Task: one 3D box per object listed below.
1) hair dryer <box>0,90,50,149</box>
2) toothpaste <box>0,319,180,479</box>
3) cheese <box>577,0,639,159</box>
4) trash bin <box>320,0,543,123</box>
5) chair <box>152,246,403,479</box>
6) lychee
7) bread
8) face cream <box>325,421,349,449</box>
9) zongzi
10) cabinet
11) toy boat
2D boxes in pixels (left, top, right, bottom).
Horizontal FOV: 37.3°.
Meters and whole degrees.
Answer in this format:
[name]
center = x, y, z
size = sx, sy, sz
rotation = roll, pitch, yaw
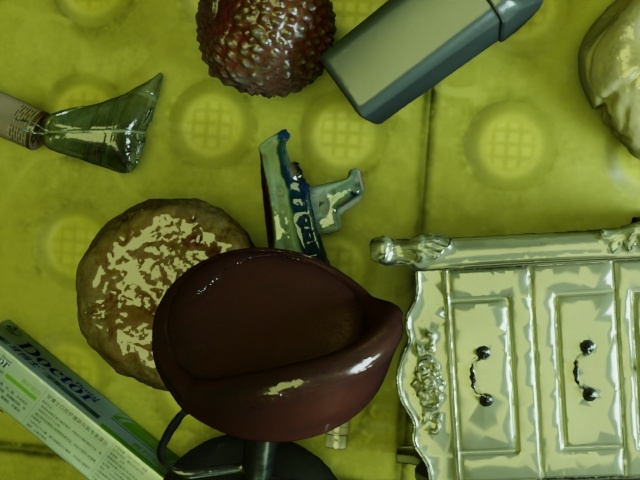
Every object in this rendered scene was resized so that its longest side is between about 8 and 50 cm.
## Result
[hair dryer]
center = -0.457, -0.094, 1.168
size = 0.195, 0.053, 0.220
rotation = 25, 101, 6
[toothpaste]
center = -0.285, 0.225, 1.138
size = 0.336, 0.081, 0.067
rotation = 38, 96, 4
[cheese]
center = 0.403, -0.193, 1.032
size = 0.226, 0.117, 0.214
rotation = -43, 93, 2
[trash bin]
center = 0.124, -0.229, 1.030
size = 0.236, 0.177, 0.101
rotation = -36, 89, 11
[chair]
center = -0.053, 0.172, 0.928
size = 0.226, 0.226, 0.401
rotation = 15, 134, 5
[lychee]
center = -0.072, -0.245, 1.053
size = 0.197, 0.165, 0.165
rotation = 12, 95, -34
[bread]
center = -0.166, 0.059, 1.099
size = 0.230, 0.123, 0.230
rotation = 0, 90, 8
[face cream]
center = 0.023, 0.192, 1.134
size = 0.038, 0.020, 0.115
rotation = 4, 92, 7
[zongzi]
center = -0.276, -0.161, 1.122
size = 0.154, 0.062, 0.130
rotation = 18, 92, -12
[cabinet]
center = 0.223, 0.123, 1.006
size = 0.318, 0.227, 0.290
rotation = -3, 93, 6
[toy boat]
center = 0.000, 0.000, 1.083
size = 0.115, 0.114, 0.262
rotation = -7, 92, 2
